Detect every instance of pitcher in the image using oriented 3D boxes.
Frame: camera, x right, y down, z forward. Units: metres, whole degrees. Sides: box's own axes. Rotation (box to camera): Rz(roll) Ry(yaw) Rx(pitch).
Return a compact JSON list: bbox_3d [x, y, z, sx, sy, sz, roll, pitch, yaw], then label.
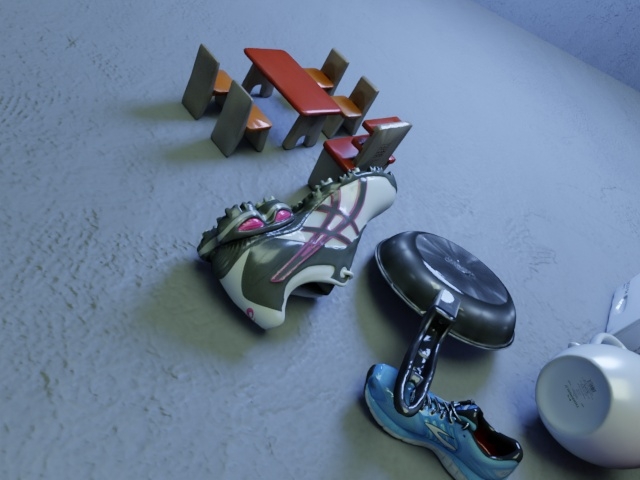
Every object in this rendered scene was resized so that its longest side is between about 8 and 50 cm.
[{"bbox_3d":[0.333,0.170,0.563,0.207,0.125,0.177,20,35,-29],"label":"pitcher"}]

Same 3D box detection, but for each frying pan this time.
[{"bbox_3d":[0.117,0.054,0.547,0.197,0.053,0.326,45,28,27],"label":"frying pan"}]

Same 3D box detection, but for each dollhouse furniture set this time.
[{"bbox_3d":[-0.008,-0.187,0.681,0.262,0.135,0.259,-20,62,-43],"label":"dollhouse furniture set"}]

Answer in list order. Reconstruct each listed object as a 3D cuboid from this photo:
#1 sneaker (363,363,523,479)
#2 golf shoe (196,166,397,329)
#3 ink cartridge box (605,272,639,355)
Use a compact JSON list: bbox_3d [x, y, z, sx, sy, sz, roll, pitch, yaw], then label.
[{"bbox_3d":[0.117,0.162,0.461,0.162,0.073,0.063,34,40,3],"label":"sneaker"},{"bbox_3d":[0.000,0.000,0.548,0.273,0.105,0.120,-25,81,-38],"label":"golf shoe"},{"bbox_3d":[0.563,0.162,0.724,0.237,0.100,0.172,42,41,11],"label":"ink cartridge box"}]
